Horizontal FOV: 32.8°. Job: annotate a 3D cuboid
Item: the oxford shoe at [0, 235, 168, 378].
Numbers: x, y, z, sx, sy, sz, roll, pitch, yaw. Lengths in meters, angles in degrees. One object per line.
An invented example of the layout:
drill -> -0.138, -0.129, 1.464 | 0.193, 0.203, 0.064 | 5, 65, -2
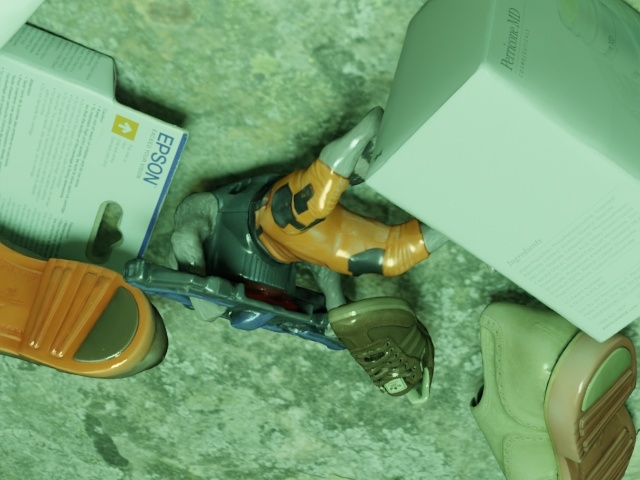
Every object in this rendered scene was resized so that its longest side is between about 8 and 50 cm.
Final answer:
oxford shoe -> -0.320, 0.058, 1.060 | 0.363, 0.130, 0.133 | 20, 167, 13

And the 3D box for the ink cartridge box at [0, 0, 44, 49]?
ink cartridge box -> -0.340, -0.219, 0.830 | 0.307, 0.129, 0.223 | -43, 117, 16

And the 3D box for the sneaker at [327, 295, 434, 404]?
sneaker -> 0.066, 0.101, 0.981 | 0.066, 0.071, 0.188 | -20, 157, 20

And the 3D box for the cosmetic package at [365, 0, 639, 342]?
cosmetic package -> 0.175, -0.089, 0.816 | 0.224, 0.224, 0.138 | 31, 131, -14

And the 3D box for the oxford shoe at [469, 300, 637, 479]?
oxford shoe -> 0.239, 0.201, 1.146 | 0.146, 0.140, 0.397 | 29, 146, 32

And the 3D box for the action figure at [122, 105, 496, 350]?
action figure -> 0.000, 0.000, 1.029 | 0.330, 0.179, 0.341 | -14, 155, 33

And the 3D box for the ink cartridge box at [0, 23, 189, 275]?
ink cartridge box -> -0.317, -0.071, 1.071 | 0.330, 0.071, 0.324 | 21, 133, -9
